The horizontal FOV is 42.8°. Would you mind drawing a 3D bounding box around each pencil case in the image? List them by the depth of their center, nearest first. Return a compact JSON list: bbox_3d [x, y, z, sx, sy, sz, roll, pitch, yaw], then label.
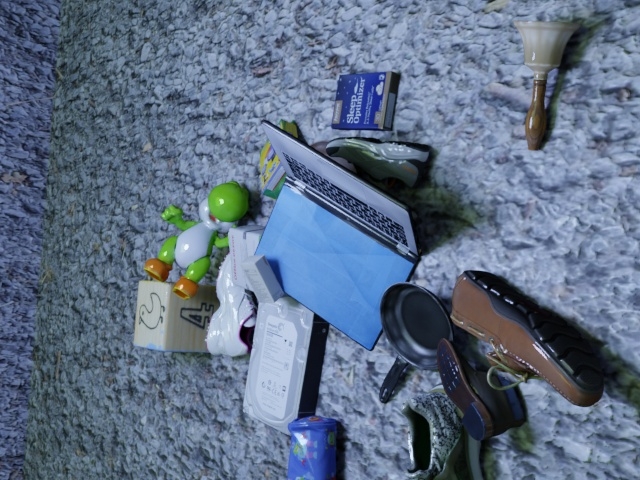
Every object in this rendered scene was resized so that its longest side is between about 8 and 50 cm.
[{"bbox_3d":[-0.026,0.567,1.927,0.133,0.119,0.306,-3,81,34],"label":"pencil case"}]

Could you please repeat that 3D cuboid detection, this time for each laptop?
[{"bbox_3d":[0.000,0.000,1.800,0.382,0.408,0.236,32,78,21],"label":"laptop"}]

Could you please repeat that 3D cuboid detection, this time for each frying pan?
[{"bbox_3d":[0.208,0.235,1.734,0.197,0.053,0.326,20,123,42],"label":"frying pan"}]

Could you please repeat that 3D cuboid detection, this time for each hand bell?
[{"bbox_3d":[0.420,-0.293,1.562,0.126,0.126,0.242,20,113,50],"label":"hand bell"}]

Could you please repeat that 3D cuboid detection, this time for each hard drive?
[{"bbox_3d":[-0.091,0.307,2.093,0.237,0.064,0.339,12,93,50],"label":"hard drive"}]

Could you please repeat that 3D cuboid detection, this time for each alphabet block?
[{"bbox_3d":[-0.416,0.222,2.395,0.192,0.193,0.197,-2,82,49],"label":"alphabet block"}]

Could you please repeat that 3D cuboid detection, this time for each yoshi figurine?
[{"bbox_3d":[-0.317,-0.028,2.241,0.203,0.203,0.362,15,64,44],"label":"yoshi figurine"}]

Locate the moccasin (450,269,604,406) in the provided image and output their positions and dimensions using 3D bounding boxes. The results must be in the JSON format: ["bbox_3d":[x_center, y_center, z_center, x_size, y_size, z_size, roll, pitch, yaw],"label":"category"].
[{"bbox_3d":[0.362,0.192,1.500,0.380,0.139,0.147,38,118,49],"label":"moccasin"}]

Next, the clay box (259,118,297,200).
[{"bbox_3d":[-0.109,-0.223,2.153,0.127,0.053,0.222,-54,28,31],"label":"clay box"}]

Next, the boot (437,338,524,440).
[{"bbox_3d":[0.307,0.283,1.590,0.082,0.106,0.219,114,145,-46],"label":"boot"}]

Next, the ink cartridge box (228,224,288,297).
[{"bbox_3d":[-0.146,0.050,2.122,0.219,0.092,0.160,14,110,56],"label":"ink cartridge box"}]

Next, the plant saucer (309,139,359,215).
[{"bbox_3d":[0.007,-0.093,2.046,0.310,0.050,0.311,-11,75,48],"label":"plant saucer"}]

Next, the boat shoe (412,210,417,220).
[{"bbox_3d":[0.156,-0.046,1.871,0.153,0.048,0.056,-13,87,56],"label":"boat shoe"}]

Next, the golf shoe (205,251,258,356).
[{"bbox_3d":[-0.221,0.174,2.256,0.140,0.115,0.306,7,86,24],"label":"golf shoe"}]

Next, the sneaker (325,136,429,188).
[{"bbox_3d":[0.119,-0.181,1.864,0.271,0.100,0.108,15,105,38],"label":"sneaker"}]

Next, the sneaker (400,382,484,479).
[{"bbox_3d":[0.226,0.481,1.588,0.158,0.182,0.411,-28,64,45],"label":"sneaker"}]

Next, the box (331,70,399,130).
[{"bbox_3d":[0.095,-0.337,1.990,0.225,0.036,0.137,10,92,52],"label":"box"}]

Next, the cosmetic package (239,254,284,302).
[{"bbox_3d":[-0.141,0.093,1.975,0.060,0.041,0.115,-3,119,45],"label":"cosmetic package"}]
